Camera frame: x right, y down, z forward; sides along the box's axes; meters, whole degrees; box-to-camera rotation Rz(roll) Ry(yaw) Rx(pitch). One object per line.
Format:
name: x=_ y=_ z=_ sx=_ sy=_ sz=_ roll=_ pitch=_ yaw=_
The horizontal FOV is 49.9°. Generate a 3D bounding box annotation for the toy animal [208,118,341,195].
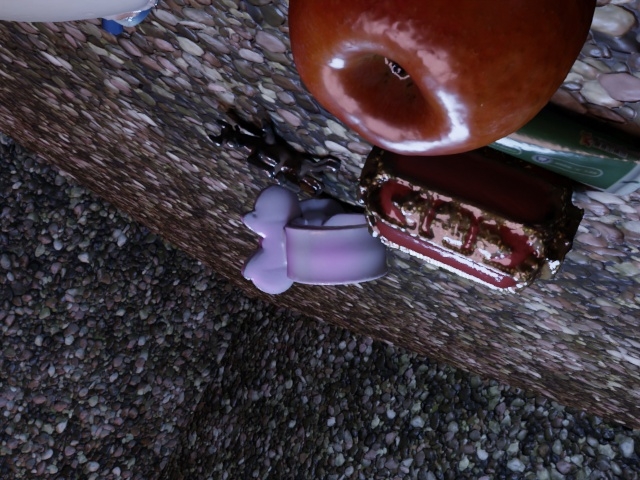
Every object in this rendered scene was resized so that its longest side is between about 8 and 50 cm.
toy animal: x=-0.074 y=-0.147 z=1.193 sx=0.233 sy=0.084 sz=0.148 roll=26 pitch=-175 yaw=-23

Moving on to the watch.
watch: x=0.000 y=0.000 z=1.279 sx=0.249 sy=0.210 sz=0.217 roll=-6 pitch=-170 yaw=-30

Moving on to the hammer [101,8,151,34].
hammer: x=-0.288 y=-0.324 z=0.942 sx=0.116 sy=0.069 sz=0.194 roll=29 pitch=171 yaw=-13

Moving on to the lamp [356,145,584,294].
lamp: x=0.185 y=-0.044 z=0.872 sx=0.274 sy=0.177 sz=0.177 roll=21 pitch=165 yaw=15

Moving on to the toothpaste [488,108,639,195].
toothpaste: x=0.172 y=-0.141 z=0.753 sx=0.392 sy=0.061 sz=0.098 roll=23 pitch=166 yaw=4

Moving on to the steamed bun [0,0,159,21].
steamed bun: x=-0.153 y=-0.270 z=0.316 sx=0.206 sy=0.324 sz=0.324 roll=9 pitch=170 yaw=-12

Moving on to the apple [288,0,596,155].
apple: x=0.084 y=-0.177 z=0.498 sx=0.218 sy=0.201 sz=0.218 roll=27 pitch=159 yaw=11
